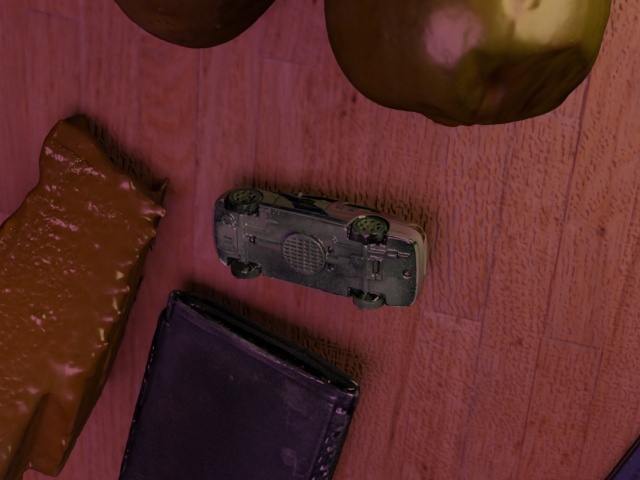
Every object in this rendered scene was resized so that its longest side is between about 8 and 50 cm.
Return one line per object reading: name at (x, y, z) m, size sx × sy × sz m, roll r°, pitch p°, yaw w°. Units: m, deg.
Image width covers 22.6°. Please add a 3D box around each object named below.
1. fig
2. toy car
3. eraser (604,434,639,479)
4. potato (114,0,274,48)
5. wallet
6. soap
fig at (0.122, -0.229, 1.311) m, size 0.239 × 0.239 × 0.271 m, roll 3°, pitch 100°, yaw 18°
toy car at (0.000, 0.000, 1.590) m, size 0.224 × 0.076 × 0.090 m, roll 13°, pitch 126°, yaw 21°
eraser at (0.346, 0.244, 1.642) m, size 0.082 × 0.036 × 0.225 m, roll 30°, pitch 126°, yaw 2°
potato at (-0.098, -0.304, 1.370) m, size 0.173 × 0.210 × 0.307 m, roll 52°, pitch 143°, yaw 35°
wallet at (-0.095, 0.223, 1.770) m, size 0.237 × 0.075 × 0.342 m, roll 25°, pitch 128°, yaw 11°
soap at (-0.294, 0.088, 1.613) m, size 0.169 × 0.304 × 0.339 m, roll 23°, pitch 126°, yaw 1°
